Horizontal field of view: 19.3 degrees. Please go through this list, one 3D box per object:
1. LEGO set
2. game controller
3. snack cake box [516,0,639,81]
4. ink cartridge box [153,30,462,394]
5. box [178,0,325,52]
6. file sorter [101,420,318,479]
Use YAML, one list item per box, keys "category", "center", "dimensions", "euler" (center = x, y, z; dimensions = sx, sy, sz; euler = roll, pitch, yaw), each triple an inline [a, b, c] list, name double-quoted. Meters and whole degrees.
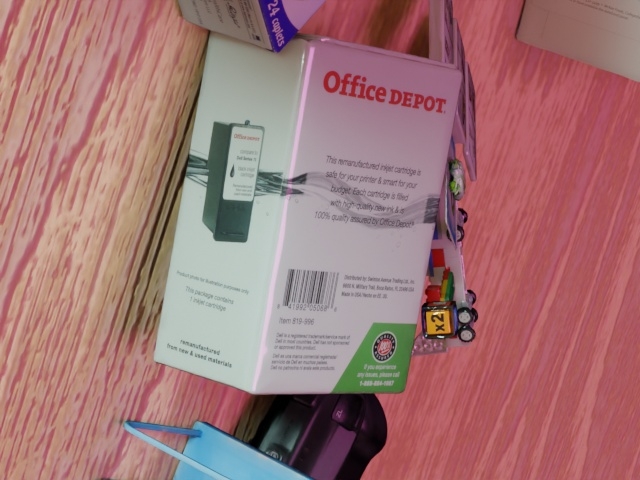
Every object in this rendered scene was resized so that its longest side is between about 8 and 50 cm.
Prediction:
- category: "LEGO set"
  center: [0.075, -0.033, 1.266]
  dimensions: [0.182, 0.060, 0.244]
  euler: [63, 25, -64]
- category: "game controller"
  center: [-0.049, 0.236, 1.328]
  dimensions: [0.319, 0.067, 0.166]
  euler: [-62, 164, -8]
- category: "snack cake box"
  center: [0.287, -0.174, 1.476]
  dimensions: [0.264, 0.152, 0.089]
  euler: [-7, 116, -57]
- category: "ink cartridge box"
  center: [-0.005, -0.017, 1.135]
  dimensions: [0.153, 0.087, 0.208]
  euler: [7, 96, -50]
- category: "box"
  center: [-0.025, -0.199, 1.041]
  dimensions: [0.137, 0.072, 0.126]
  euler: [-51, 147, -26]
- category: "file sorter"
  center: [-0.089, 0.210, 1.176]
  dimensions: [0.104, 0.118, 0.170]
  euler: [17, 95, -56]
